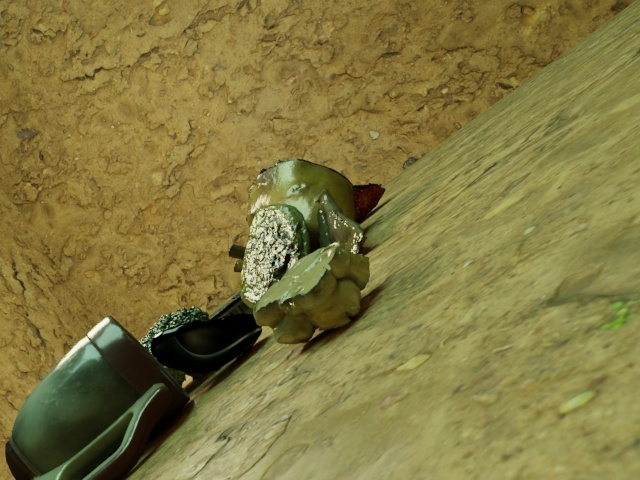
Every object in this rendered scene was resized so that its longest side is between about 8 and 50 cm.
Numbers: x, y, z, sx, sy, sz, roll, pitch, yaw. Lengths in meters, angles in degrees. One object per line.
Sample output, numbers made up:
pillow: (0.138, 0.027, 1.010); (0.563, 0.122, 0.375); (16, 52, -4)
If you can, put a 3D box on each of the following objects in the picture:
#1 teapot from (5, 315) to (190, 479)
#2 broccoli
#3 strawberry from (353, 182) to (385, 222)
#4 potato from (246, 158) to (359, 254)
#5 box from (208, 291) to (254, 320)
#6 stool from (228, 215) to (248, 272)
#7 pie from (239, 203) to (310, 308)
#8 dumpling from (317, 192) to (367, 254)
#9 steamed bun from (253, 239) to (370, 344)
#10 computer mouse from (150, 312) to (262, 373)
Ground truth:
teapot: (-0.414, 0.340, 1.038); (0.312, 0.233, 0.315); (-45, 34, -17)
broccoli: (-0.339, 0.263, 1.336); (0.226, 0.176, 0.198); (-28, 21, -3)
strawberry: (0.106, -0.117, 2.128); (0.306, 0.138, 0.233); (-17, -21, 9)
potato: (-0.082, -0.061, 1.755); (0.397, 0.290, 0.296); (-3, 39, 15)
box: (-0.218, 0.188, 1.794); (0.310, 0.084, 0.198); (-39, 4, -16)
stool: (-0.208, 0.031, 2.094); (0.272, 0.178, 0.272); (20, -90, -82)
pie: (-0.136, 0.048, 1.597); (0.070, 0.323, 0.323); (16, -36, -38)
dumpling: (0.059, -0.003, 1.483); (0.332, 0.086, 0.166); (-121, 39, -63)
steamed bun: (0.000, 0.086, 0.901); (0.177, 0.106, 0.192); (-29, 17, 41)
computer mouse: (-0.230, 0.221, 1.176); (0.233, 0.096, 0.137); (-9, -20, -17)
